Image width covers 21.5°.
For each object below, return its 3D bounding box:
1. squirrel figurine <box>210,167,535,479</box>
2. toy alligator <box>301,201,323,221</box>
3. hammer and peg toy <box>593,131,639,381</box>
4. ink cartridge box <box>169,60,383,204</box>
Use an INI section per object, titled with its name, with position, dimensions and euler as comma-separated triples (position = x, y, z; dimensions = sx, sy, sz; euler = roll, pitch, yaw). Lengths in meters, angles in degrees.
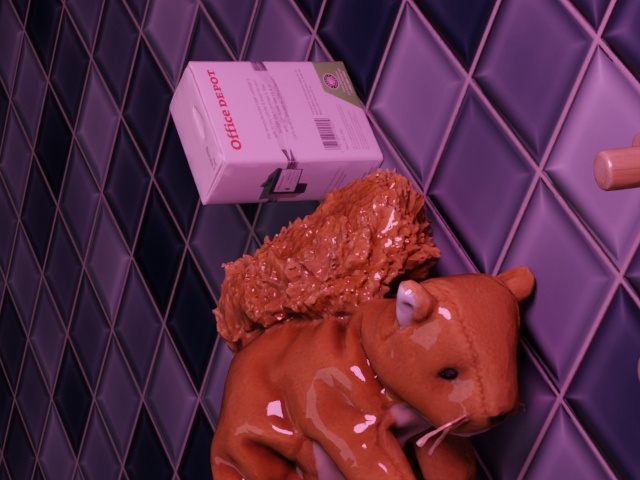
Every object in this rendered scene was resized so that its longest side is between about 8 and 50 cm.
[squirrel figurine]
position = 0.053, 0.106, 1.840
dimensions = 0.370, 0.281, 0.397
euler = -46, 56, 47
[toy alligator]
position = 0.000, 0.000, 2.094
dimensions = 0.051, 0.056, 0.190
euler = 59, -165, -12
[hammer and peg toy]
position = 0.351, 0.048, 1.361
dimensions = 0.266, 0.127, 0.361
euler = 131, 130, -70
[ink cartridge box]
position = -0.057, -0.133, 2.060
dimensions = 0.092, 0.219, 0.160
euler = -59, 43, 47
